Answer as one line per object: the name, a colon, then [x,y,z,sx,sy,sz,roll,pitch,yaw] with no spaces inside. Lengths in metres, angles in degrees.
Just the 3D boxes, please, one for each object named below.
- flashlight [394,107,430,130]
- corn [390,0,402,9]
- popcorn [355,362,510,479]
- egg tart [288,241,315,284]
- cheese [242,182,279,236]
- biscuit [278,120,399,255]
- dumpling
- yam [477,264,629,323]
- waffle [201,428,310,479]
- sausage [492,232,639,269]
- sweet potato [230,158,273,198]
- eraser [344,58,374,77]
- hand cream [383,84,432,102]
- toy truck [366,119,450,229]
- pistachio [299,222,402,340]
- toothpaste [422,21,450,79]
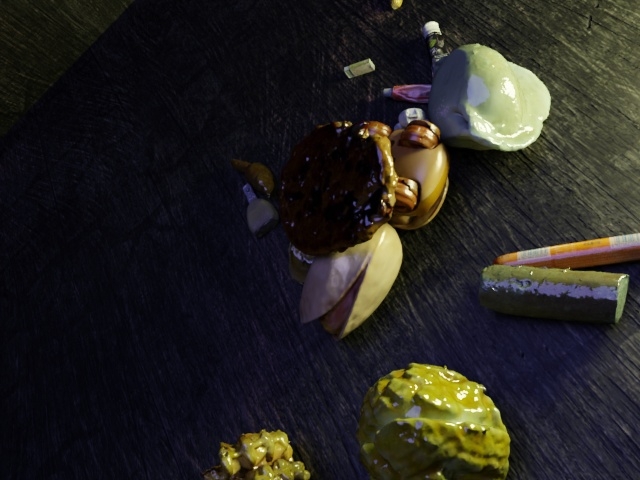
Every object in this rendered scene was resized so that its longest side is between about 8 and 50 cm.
flashlight: [0.225,-0.282,1.346,0.093,0.200,0.047,-7,91,9]
corn: [0.233,-0.738,1.657,0.037,0.037,0.092,4,73,34]
popcorn: [0.203,0.358,1.001,0.282,0.282,0.246,24,113,38]
egg tart: [0.000,0.000,1.416,0.232,0.098,0.252,37,86,35]
cheese: [-0.187,-0.100,1.615,0.097,0.037,0.192,-37,54,11]
biscuit: [0.035,-0.114,1.204,0.334,0.081,0.289,-9,78,44]
dumpling: [0.369,-0.330,1.261,0.270,0.212,0.320,-5,75,28]
yam: [0.445,0.102,1.068,0.259,0.106,0.106,3,70,35]
waffle: [-0.178,0.532,1.162,0.324,0.261,0.151,-40,60,14]
sausage: [0.506,0.031,1.095,0.348,0.053,0.053,-12,62,28]
sweet potato: [-0.195,-0.200,1.650,0.074,0.075,0.269,-51,43,2]
eraser: [0.114,-0.503,1.617,0.083,0.038,0.019,-9,66,28]
hand cream: [0.266,-0.389,1.471,0.216,0.038,0.052,10,101,32]
toy truck: [0.175,-0.152,1.299,0.288,0.212,0.204,13,75,40]
pistachio: [0.071,0.085,1.264,0.188,0.187,0.299,31,94,39]
toothpaste: [0.319,-0.503,1.484,0.071,0.045,0.193,-13,63,10]
